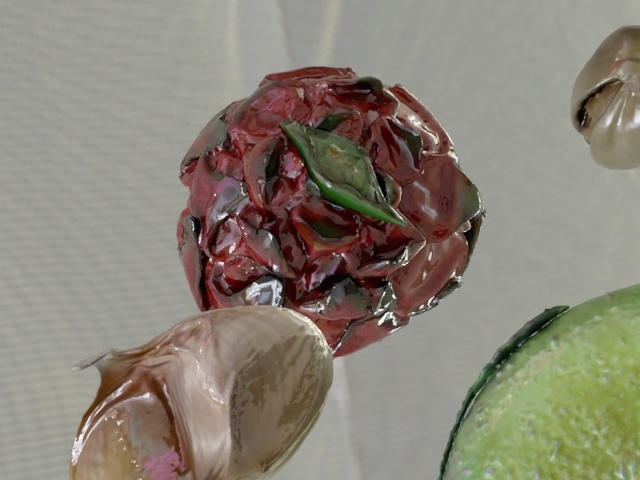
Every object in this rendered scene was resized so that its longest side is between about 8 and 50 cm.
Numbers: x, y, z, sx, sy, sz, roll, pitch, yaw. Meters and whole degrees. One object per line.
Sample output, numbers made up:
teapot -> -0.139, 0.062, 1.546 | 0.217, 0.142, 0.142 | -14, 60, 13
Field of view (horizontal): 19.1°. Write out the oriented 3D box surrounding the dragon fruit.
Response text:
dragon fruit -> 0.000, 0.000, 1.402 | 0.234, 0.293, 0.233 | 1, -122, -1

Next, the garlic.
garlic -> -0.071, 0.098, 0.941 | 0.124, 0.174, 0.099 | -21, -106, -50

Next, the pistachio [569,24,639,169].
pistachio -> 0.273, -0.123, 1.657 | 0.113, 0.149, 0.113 | 3, -113, -7

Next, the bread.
bread -> 0.204, 0.158, 1.006 | 0.045, 0.301, 0.301 | 21, -118, -77
